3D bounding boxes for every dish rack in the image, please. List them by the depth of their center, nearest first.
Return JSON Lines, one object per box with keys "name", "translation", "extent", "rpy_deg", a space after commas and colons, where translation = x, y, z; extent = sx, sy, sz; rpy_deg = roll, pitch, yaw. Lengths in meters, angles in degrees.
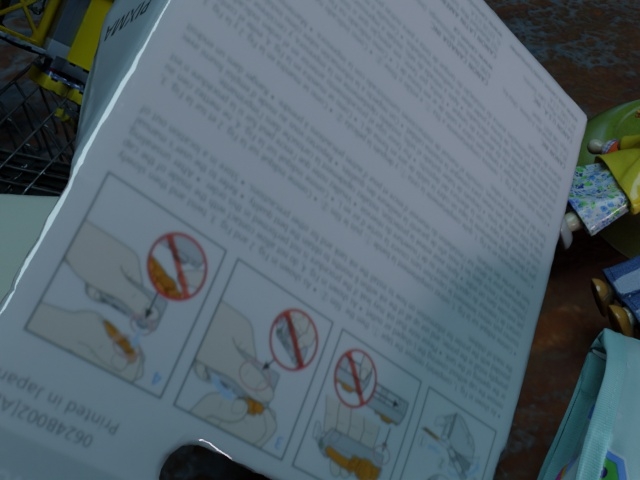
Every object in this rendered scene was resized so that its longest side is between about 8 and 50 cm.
{"name": "dish rack", "translation": [-0.175, -0.087, 0.619], "extent": [0.208, 0.074, 0.271], "rpy_deg": [12, 50, 25]}

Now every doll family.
{"name": "doll family", "translation": [0.257, -0.007, 0.542], "extent": [0.163, 0.118, 0.263], "rpy_deg": [-26, 53, 5]}

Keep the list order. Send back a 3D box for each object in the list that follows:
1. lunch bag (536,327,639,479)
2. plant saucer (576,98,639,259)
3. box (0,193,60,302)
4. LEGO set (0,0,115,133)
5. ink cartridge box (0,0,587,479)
{"name": "lunch bag", "translation": [0.201, 0.185, 0.375], "extent": [0.223, 0.160, 0.262], "rpy_deg": [21, 55, 14]}
{"name": "plant saucer", "translation": [0.336, -0.055, 0.684], "extent": [0.241, 0.037, 0.241], "rpy_deg": [2, 47, -3]}
{"name": "box", "translation": [-0.207, 0.125, 0.379], "extent": [0.121, 0.148, 0.311], "rpy_deg": [3, 41, 0]}
{"name": "LEGO set", "translation": [-0.270, -0.114, 0.485], "extent": [0.331, 0.192, 0.255], "rpy_deg": [31, 9, 33]}
{"name": "ink cartridge box", "translation": [0.000, 0.000, 0.443], "extent": [0.091, 0.308, 0.385], "rpy_deg": [-7, 54, 50]}
